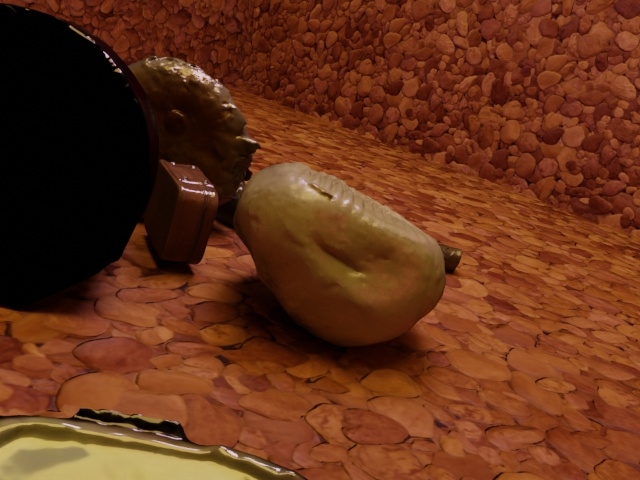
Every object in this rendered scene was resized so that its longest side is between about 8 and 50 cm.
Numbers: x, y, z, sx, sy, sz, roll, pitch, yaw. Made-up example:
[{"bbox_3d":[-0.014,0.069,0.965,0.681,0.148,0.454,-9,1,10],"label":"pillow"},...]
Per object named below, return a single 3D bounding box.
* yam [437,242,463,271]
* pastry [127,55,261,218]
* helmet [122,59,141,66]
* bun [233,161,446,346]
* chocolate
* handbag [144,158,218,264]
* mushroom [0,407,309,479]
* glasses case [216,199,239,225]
[{"bbox_3d":[0.183,0.016,1.426,0.252,0.061,0.061,14,17,-6],"label":"yam"},{"bbox_3d":[-0.283,-0.188,1.253,0.329,0.330,0.136,13,11,-8],"label":"pastry"},{"bbox_3d":[-0.528,-0.289,1.498,0.337,0.230,0.385,17,27,40],"label":"helmet"},{"bbox_3d":[0.014,0.022,1.009,0.361,0.213,0.361,29,8,-4],"label":"bun"},{"bbox_3d":[-0.408,-0.126,0.953,0.383,0.384,0.331,12,2,-11],"label":"chocolate"},{"bbox_3d":[-0.235,-0.045,1.102,0.072,0.151,0.193,9,15,-29],"label":"handbag"},{"bbox_3d":[-0.139,0.222,0.389,0.344,0.130,0.247,6,35,-22],"label":"mushroom"},{"bbox_3d":[-0.187,-0.072,1.370,0.205,0.071,0.047,26,23,30],"label":"glasses case"}]
